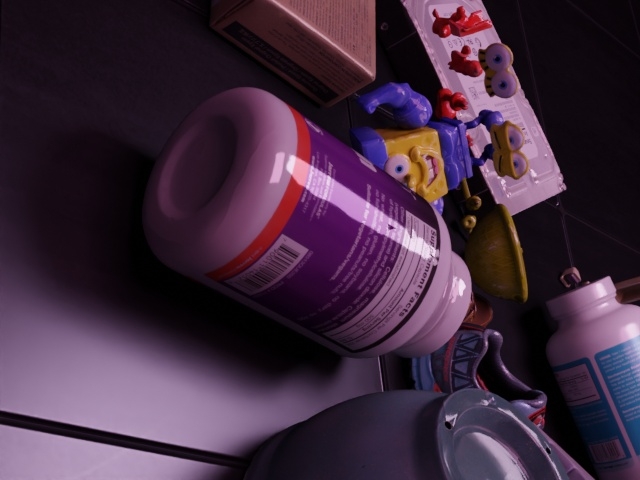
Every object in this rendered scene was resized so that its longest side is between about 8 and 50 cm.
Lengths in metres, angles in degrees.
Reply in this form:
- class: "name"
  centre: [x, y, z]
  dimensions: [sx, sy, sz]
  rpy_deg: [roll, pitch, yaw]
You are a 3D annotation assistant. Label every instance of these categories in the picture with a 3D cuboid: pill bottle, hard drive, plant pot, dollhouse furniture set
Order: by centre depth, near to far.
- class: "plant pot"
  centre: [0.102, 0.251, 1.040]
  dimensions: [0.293, 0.196, 0.293]
  rpy_deg: [30, 38, -27]
- class: "pill bottle"
  centre: [0.000, 0.000, 1.128]
  dimensions: [0.323, 0.181, 0.181]
  rpy_deg: [31, 46, -39]
- class: "pill bottle"
  centre: [0.391, 0.185, 1.546]
  dimensions: [0.146, 0.146, 0.264]
  rpy_deg: [-15, 82, -55]
- class: "hard drive"
  centre: [0.210, -0.193, 1.628]
  dimensions: [0.237, 0.064, 0.339]
  rpy_deg: [-20, 86, -55]
- class: "dollhouse furniture set"
  centre: [0.408, 0.082, 1.666]
  dimensions: [0.091, 0.114, 0.081]
  rpy_deg: [48, 42, -25]

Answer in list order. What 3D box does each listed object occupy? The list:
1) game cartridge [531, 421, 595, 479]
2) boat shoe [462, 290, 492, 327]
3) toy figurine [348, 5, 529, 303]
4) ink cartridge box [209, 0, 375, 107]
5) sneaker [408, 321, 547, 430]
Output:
- class: "game cartridge"
  centre: [0.332, 0.335, 1.234]
  dimensions: [0.230, 0.068, 0.355]
  rpy_deg: [42, -1, 45]
- class: "boat shoe"
  centre: [0.157, 0.083, 1.383]
  dimensions: [0.178, 0.060, 0.064]
  rpy_deg: [6, 64, -51]
- class: "toy figurine"
  centre: [0.105, -0.074, 1.377]
  dimensions: [0.191, 0.217, 0.362]
  rpy_deg: [-136, -150, -60]
- class: "ink cartridge box"
  centre: [-0.027, -0.302, 1.366]
  dimensions: [0.193, 0.088, 0.234]
  rpy_deg: [31, 47, -36]
- class: "sneaker"
  centre: [0.199, 0.215, 1.297]
  dimensions: [0.104, 0.125, 0.262]
  rpy_deg: [-30, 94, -55]
